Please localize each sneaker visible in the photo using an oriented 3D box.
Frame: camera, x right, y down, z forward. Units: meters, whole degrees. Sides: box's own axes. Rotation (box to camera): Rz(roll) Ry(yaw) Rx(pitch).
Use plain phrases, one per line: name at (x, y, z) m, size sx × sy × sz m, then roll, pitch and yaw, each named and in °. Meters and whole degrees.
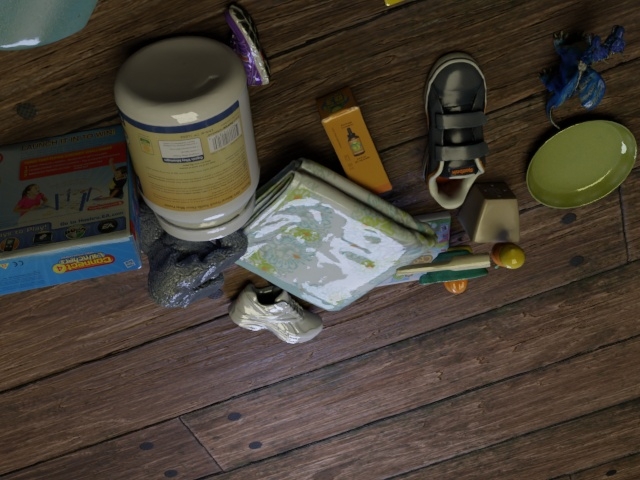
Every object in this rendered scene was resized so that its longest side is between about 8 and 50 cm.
sneaker at (-0.139, -0.334, 1.684) m, size 0.071 × 0.068 × 0.170 m, roll -12°, pitch 136°, yaw 7°
sneaker at (-0.085, 0.159, 2.172) m, size 0.232 × 0.090 × 0.115 m, roll 15°, pitch 126°, yaw -27°
sneaker at (0.268, -0.204, 1.869) m, size 0.126 × 0.127 × 0.321 m, roll -7°, pitch 134°, yaw -5°

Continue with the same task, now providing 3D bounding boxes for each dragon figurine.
dragon figurine at (0.481, -0.298, 1.810) m, size 0.085 × 0.144 × 0.289 m, roll 1°, pitch 134°, yaw -14°

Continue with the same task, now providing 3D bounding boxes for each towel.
towel at (0.000, 0.000, 1.968) m, size 0.374 × 0.090 × 0.320 m, roll 27°, pitch 139°, yaw -29°

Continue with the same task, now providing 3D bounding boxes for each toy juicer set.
toy juicer set at (0.315, 0.063, 1.985) m, size 0.209 × 0.090 × 0.329 m, roll -6°, pitch -177°, yaw 28°

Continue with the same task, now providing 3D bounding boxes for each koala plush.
koala plush at (-0.298, 0.005, 1.892) m, size 0.203 × 0.221 × 0.196 m, roll -28°, pitch 164°, yaw -44°

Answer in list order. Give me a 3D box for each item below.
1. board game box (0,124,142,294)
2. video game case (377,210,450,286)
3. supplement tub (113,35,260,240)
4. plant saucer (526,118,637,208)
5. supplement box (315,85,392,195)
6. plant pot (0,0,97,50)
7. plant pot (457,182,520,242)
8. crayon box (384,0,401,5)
board game box at (-0.481, -0.058, 1.707) m, size 0.308 × 0.302 × 0.086 m, roll -10°, pitch 136°, yaw -2°
video game case at (0.184, 0.024, 2.145) m, size 0.212 × 0.023 × 0.193 m, roll -9°, pitch 136°, yaw -5°
supplement tub at (-0.227, -0.175, 1.702) m, size 0.228 × 0.228 × 0.316 m, roll -9°, pitch 135°, yaw -4°
plant saucer at (0.549, -0.169, 2.032) m, size 0.240 × 0.037 × 0.241 m, roll -6°, pitch 136°, yaw -6°
supplement box at (0.067, -0.186, 1.872) m, size 0.078 × 0.080 × 0.233 m, roll -21°, pitch 137°, yaw 7°
plant pot at (-0.448, -0.431, 1.399) m, size 0.252 × 0.248 × 0.247 m, roll 3°, pitch 136°, yaw -41°
plant pot at (0.368, -0.065, 2.049) m, size 0.109 × 0.109 × 0.096 m, roll -1°, pitch 122°, yaw -12°
crayon box at (0.190, -0.586, 1.483) m, size 0.313 × 0.106 × 0.363 m, roll -19°, pitch 135°, yaw 7°
